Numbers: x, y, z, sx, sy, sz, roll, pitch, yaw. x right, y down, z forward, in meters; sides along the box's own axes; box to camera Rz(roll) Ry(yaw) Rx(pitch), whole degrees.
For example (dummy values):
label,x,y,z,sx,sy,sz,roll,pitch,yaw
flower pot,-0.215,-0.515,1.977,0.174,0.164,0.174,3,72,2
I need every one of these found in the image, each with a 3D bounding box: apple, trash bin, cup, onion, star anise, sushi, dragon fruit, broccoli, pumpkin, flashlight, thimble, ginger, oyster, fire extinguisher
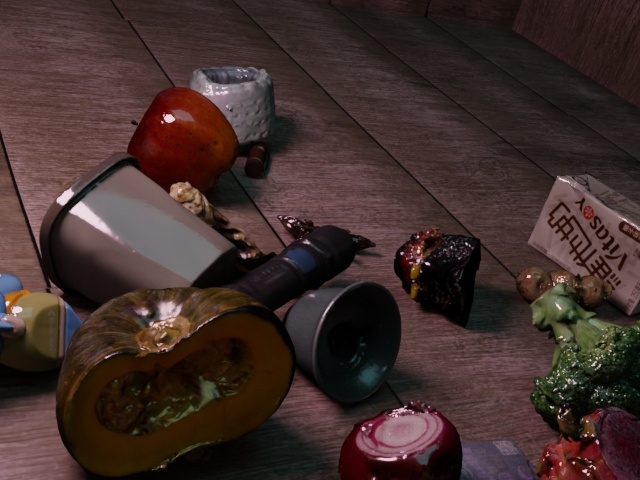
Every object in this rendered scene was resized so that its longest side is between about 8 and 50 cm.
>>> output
label,x,y,z,sx,sy,sz,roll,pitch,yaw
apple,-0.293,-0.201,1.812,0.234,0.234,0.234,13,29,-7
trash bin,-0.284,0.026,1.400,0.250,0.219,0.220,32,54,13
cup,0.014,0.153,1.414,0.199,0.199,0.150,-12,16,-41
onion,0.111,0.328,1.163,0.173,0.135,0.198,-15,26,17
star anise,-0.001,0.004,1.769,0.213,0.053,0.157,23,28,7
sushi,0.226,0.056,1.708,0.151,0.153,0.172,7,47,19
dragon fruit,0.417,0.349,1.263,0.282,0.147,0.211,32,34,-12
broccoli,0.457,0.196,1.450,0.270,0.270,0.270,-11,64,-41
pumpkin,-0.213,0.189,1.196,0.325,0.242,0.232,-15,17,-25
flashlight,-0.070,0.072,1.465,0.103,0.103,0.424,27,28,19
thimble,-0.215,-0.334,2.097,0.205,0.171,0.250,13,23,27
ginger,0.514,0.103,1.841,0.204,0.080,0.104,8,-3,-17
oyster,-0.169,0.014,1.562,0.294,0.166,0.094,32,55,-15
fire extinguisher,-0.151,-0.200,2.063,0.064,0.043,0.158,27,27,-11

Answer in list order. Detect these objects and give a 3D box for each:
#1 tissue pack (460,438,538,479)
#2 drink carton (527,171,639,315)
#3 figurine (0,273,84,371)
label,x,y,z,sx,sy,sz,roll,pitch,yaw
tissue pack,0.244,0.350,1.287,0.156,0.051,0.112,2,30,-25
drink carton,0.658,0.004,1.970,0.132,0.194,0.324,-6,35,-39
figurine,-0.477,0.125,1.235,0.180,0.153,0.262,29,12,39
